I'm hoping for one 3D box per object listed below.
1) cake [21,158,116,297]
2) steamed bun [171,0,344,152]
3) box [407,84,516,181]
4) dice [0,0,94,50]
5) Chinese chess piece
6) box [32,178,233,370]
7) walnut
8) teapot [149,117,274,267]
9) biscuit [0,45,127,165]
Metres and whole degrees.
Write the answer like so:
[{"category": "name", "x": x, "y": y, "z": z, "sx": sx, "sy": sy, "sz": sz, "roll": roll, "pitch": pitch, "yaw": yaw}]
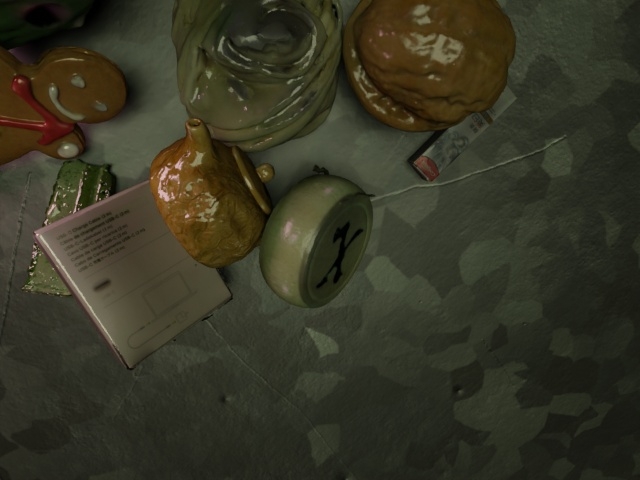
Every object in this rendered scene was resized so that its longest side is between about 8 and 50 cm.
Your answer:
[{"category": "cake", "x": -0.428, "y": -0.019, "z": 0.743, "sx": 0.100, "sy": 0.099, "sz": 0.236, "roll": 11, "pitch": 81, "yaw": -9}, {"category": "steamed bun", "x": -0.090, "y": -0.275, "z": 0.632, "sx": 0.267, "sy": 0.207, "sz": 0.281, "roll": -2, "pitch": 106, "yaw": -6}, {"category": "box", "x": 0.260, "y": -0.204, "z": 0.778, "sx": 0.055, "sy": 0.039, "sz": 0.218, "roll": 43, "pitch": 96, "yaw": -16}, {"category": "dice", "x": -0.464, "y": -0.427, "z": 0.467, "sx": 0.318, "sy": 0.322, "sz": 0.331, "roll": -24, "pitch": 94, "yaw": -5}, {"category": "Chinese chess piece", "x": 0.000, "y": 0.000, "z": 0.703, "sx": 0.092, "sy": 0.237, "sz": 0.238, "roll": 26, "pitch": 102, "yaw": 28}, {"category": "box", "x": -0.299, "y": 0.048, "z": 0.693, "sx": 0.203, "sy": 0.106, "sz": 0.252, "roll": -36, "pitch": 110, "yaw": -31}, {"category": "walnut", "x": 0.160, "y": -0.292, "z": 0.647, "sx": 0.256, "sy": 0.224, "sz": 0.257, "roll": -2, "pitch": 103, "yaw": -9}, {"category": "teapot", "x": -0.143, "y": -0.068, "z": 0.662, "sx": 0.166, "sy": 0.203, "sz": 0.311, "roll": -27, "pitch": 148, "yaw": 0}, {"category": "biscuit", "x": -0.456, "y": -0.188, "z": 0.622, "sx": 0.339, "sy": 0.047, "sz": 0.216, "roll": -16, "pitch": 150, "yaw": -3}]
